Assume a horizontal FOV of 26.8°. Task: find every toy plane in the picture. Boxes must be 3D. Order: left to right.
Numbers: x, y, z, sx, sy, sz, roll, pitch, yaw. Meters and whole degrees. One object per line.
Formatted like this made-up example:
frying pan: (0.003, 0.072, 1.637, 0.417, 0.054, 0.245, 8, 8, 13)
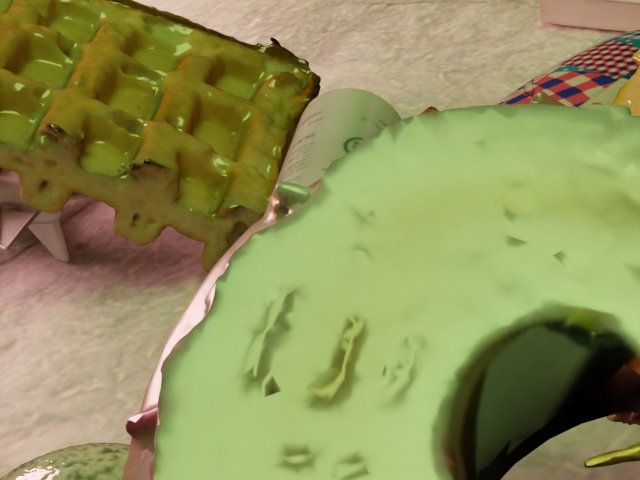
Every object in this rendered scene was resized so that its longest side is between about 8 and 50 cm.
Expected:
toy plane: (-0.288, -0.052, 1.127, 0.255, 0.101, 0.251, 17, 36, 41)

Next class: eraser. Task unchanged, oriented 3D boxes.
eraser: (0.334, -0.265, 1.292, 0.157, 0.038, 0.230, 13, 40, 37)

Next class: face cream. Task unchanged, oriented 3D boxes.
face cream: (0.000, 0.000, 0.937, 0.092, 0.092, 0.311, -4, 31, 15)

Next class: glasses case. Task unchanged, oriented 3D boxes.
glasses case: (0.191, -0.082, 1.005, 0.327, 0.076, 0.125, -34, 29, -32)

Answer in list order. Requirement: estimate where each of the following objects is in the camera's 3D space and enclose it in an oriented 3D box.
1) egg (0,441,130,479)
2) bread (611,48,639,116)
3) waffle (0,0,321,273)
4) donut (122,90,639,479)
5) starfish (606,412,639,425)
egg: (-0.117, 0.168, 0.670, 0.172, 0.132, 0.132, -7, 28, 40)
bread: (0.241, -0.039, 0.857, 0.160, 0.169, 0.140, -47, 17, -10)
waffle: (-0.182, -0.120, 1.087, 0.348, 0.077, 0.304, 20, 31, -6)
donut: (0.102, 0.107, 0.573, 0.382, 0.142, 0.383, -4, 54, 5)
starfish: (0.258, 0.056, 0.753, 0.301, 0.084, 0.293, 7, 35, 23)
